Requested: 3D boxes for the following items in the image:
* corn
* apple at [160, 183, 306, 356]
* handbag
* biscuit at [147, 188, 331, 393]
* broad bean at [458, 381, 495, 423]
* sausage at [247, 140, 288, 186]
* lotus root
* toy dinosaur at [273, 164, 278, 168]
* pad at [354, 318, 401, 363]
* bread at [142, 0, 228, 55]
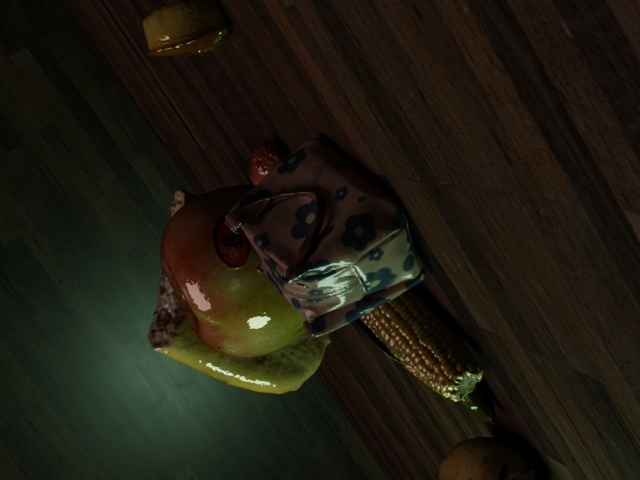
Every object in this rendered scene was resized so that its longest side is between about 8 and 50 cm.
[{"bbox_3d":[0.125,0.119,1.577,0.310,0.101,0.101,48,169,30],"label":"corn"},{"bbox_3d":[-0.134,0.049,2.020,0.338,0.305,0.338,60,167,23],"label":"apple"},{"bbox_3d":[0.000,0.000,1.477,0.251,0.193,0.190,43,161,46],"label":"handbag"},{"bbox_3d":[-0.164,0.133,2.265,0.446,0.104,0.429,30,-140,-19],"label":"biscuit"},{"bbox_3d":[0.190,0.181,1.622,0.254,0.046,0.065,53,-174,19],"label":"broad bean"},{"bbox_3d":[-0.093,-0.130,1.842,0.076,0.076,0.141,55,168,0],"label":"sausage"},{"bbox_3d":[0.275,0.397,1.683,0.284,0.146,0.160,136,119,-74],"label":"lotus root"},{"bbox_3d":[-0.014,0.001,1.781,0.288,0.117,0.070,59,169,-11],"label":"toy dinosaur"},{"bbox_3d":[0.129,0.175,1.724,0.300,0.005,0.202,36,-173,-47],"label":"pad"},{"bbox_3d":[-0.215,-0.327,1.620,0.156,0.125,0.086,-147,41,-76],"label":"bread"}]
